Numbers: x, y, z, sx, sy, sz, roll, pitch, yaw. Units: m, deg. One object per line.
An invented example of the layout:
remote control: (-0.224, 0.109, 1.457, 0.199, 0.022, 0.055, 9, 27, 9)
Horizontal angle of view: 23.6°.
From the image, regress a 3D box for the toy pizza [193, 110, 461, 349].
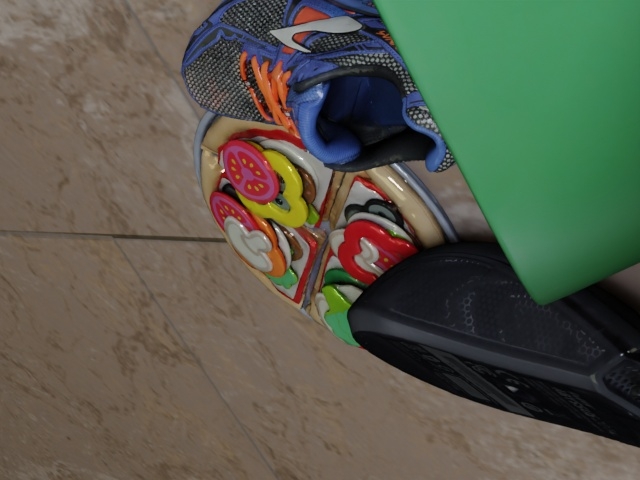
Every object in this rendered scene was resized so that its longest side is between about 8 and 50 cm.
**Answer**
toy pizza: (0.000, 0.000, 0.903, 0.201, 0.032, 0.201, 29, 147, 21)

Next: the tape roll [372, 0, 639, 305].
tape roll: (0.028, -0.140, 0.456, 0.321, 0.077, 0.321, 62, -171, -17)

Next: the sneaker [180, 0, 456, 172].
sneaker: (0.004, -0.079, 0.744, 0.221, 0.087, 0.083, 6, 134, 45)

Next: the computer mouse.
computer mouse: (0.137, 0.055, 0.771, 0.272, 0.072, 0.188, 14, 165, 38)
